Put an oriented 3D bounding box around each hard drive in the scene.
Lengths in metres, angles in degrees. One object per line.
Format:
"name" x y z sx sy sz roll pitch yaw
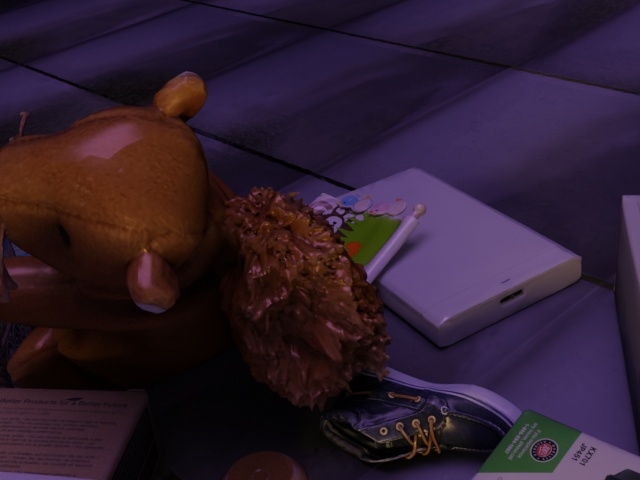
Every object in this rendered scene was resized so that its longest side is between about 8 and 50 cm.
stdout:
"hard drive" 0.132 0.006 1.062 0.203 0.040 0.307 -22 34 -22

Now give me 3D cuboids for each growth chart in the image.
"growth chart" 0.000 0.000 1.058 0.237 0.021 0.172 6 49 37

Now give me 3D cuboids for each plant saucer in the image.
"plant saucer" -0.053 0.215 0.779 0.083 0.015 0.083 -6 31 4

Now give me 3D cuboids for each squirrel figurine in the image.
"squirrel figurine" -0.118 0.001 0.799 0.397 0.370 0.281 13 70 -8

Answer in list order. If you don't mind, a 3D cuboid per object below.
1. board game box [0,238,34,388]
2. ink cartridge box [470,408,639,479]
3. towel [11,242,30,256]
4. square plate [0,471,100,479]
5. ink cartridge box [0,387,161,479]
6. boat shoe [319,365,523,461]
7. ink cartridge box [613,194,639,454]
"board game box" -0.467 0.026 0.927 0.232 0.291 0.141 -10 31 -2
"ink cartridge box" 0.202 0.231 0.611 0.208 0.087 0.153 19 46 37
"towel" -0.482 0.006 1.212 0.271 0.040 0.370 -10 30 -4
"square plate" -0.118 0.190 0.522 0.347 0.049 0.344 14 -12 -26
"ink cartridge box" -0.280 0.220 0.754 0.234 0.088 0.193 -1 31 12
"boat shoe" 0.090 0.170 0.779 0.183 0.065 0.083 8 35 38
"ink cartridge box" 0.416 0.087 0.767 0.272 0.130 0.309 1 32 13
